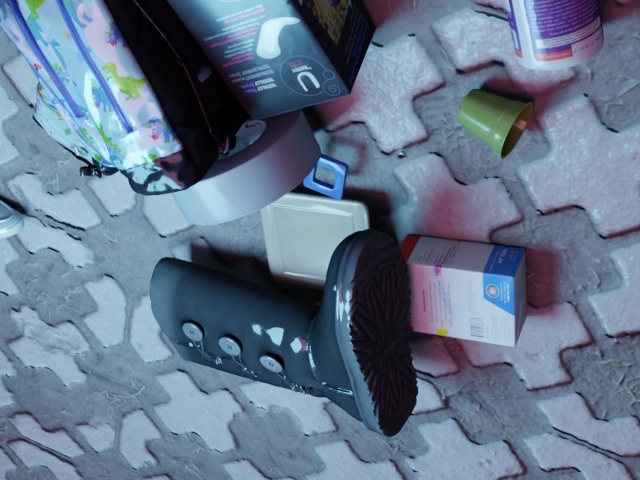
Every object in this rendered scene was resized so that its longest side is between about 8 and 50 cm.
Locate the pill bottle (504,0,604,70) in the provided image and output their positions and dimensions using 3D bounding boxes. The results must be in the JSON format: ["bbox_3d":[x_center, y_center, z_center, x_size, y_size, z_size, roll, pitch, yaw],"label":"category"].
[{"bbox_3d":[0.267,-0.308,1.278,0.108,0.108,0.193,-1,124,27],"label":"pill bottle"}]

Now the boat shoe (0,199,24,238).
[{"bbox_3d":[-0.633,-0.068,1.930,0.227,0.079,0.081,17,135,19],"label":"boat shoe"}]

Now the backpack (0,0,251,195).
[{"bbox_3d":[-0.263,-0.273,1.439,0.273,0.290,0.355,-4,126,23],"label":"backpack"}]

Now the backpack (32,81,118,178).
[{"bbox_3d":[-0.351,-0.195,1.664,0.182,0.152,0.115,35,128,14],"label":"backpack"}]

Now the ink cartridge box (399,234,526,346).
[{"bbox_3d":[0.188,0.071,1.629,0.231,0.078,0.134,8,128,21],"label":"ink cartridge box"}]

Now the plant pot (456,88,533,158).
[{"bbox_3d":[0.227,-0.163,1.439,0.079,0.083,0.083,31,134,19],"label":"plant pot"}]

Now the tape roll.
[{"bbox_3d":[-0.111,-0.112,1.542,0.219,0.219,0.072,-11,119,33],"label":"tape roll"}]

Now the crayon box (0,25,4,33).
[{"bbox_3d":[-0.545,-0.430,1.524,0.083,0.203,0.323,2,125,25],"label":"crayon box"}]

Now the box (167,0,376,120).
[{"bbox_3d":[-0.072,-0.311,1.389,0.165,0.143,0.270,-10,133,32],"label":"box"}]

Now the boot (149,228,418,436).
[{"bbox_3d":[-0.078,0.095,1.694,0.445,0.146,0.367,19,131,34],"label":"boot"}]

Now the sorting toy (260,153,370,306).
[{"bbox_3d":[0.000,0.000,1.693,0.196,0.047,0.347,11,129,24],"label":"sorting toy"}]
